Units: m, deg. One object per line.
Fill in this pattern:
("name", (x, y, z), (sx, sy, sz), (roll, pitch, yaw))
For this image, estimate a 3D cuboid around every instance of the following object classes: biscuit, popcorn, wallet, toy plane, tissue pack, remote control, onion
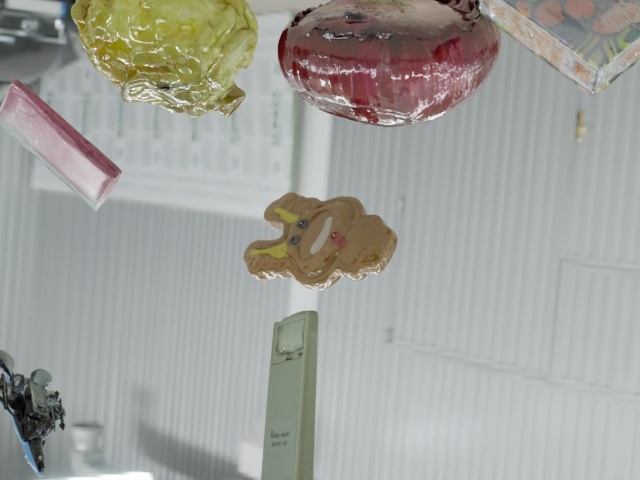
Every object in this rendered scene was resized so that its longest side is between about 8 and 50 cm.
("biscuit", (-0.002, -0.002, 1.896), (0.295, 0.186, 0.044), (3, 151, 38))
("popcorn", (-0.207, -0.260, 1.521), (0.233, 0.192, 0.266), (-14, 136, 29))
("wallet", (-0.435, -0.158, 1.858), (0.025, 0.232, 0.119), (-50, -177, -40))
("toy plane", (-0.444, 0.269, 1.727), (0.169, 0.078, 0.246), (36, -173, -37))
("tissue pack", (0.235, -0.213, 1.038), (0.148, 0.108, 0.060), (44, 162, 26))
("remote control", (-0.042, 0.247, 1.695), (0.038, 0.286, 0.123), (12, 160, -27))
("onion", (0.077, -0.205, 1.253), (0.248, 0.162, 0.248), (-3, -174, 0))
